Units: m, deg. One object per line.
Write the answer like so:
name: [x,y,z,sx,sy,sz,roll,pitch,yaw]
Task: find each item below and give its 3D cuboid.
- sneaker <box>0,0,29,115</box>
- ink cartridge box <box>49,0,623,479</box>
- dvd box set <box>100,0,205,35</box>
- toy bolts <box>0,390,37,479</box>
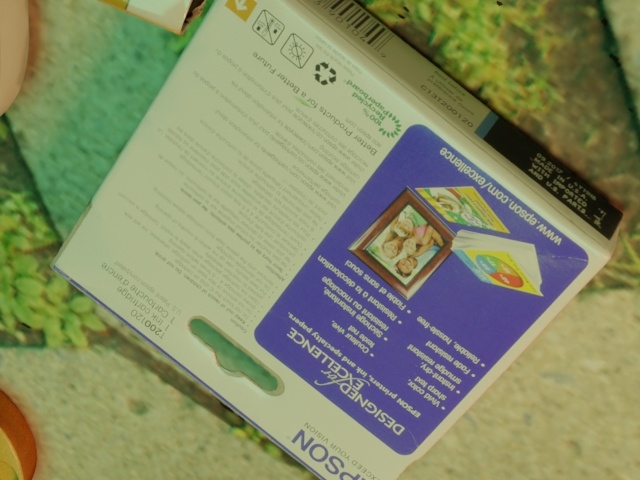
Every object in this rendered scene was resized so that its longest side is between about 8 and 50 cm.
sneaker: [-0.264,-0.192,0.716,0.135,0.150,0.366,-16,109,33]
ink cartridge box: [0.000,0.000,0.763,0.206,0.045,0.208,39,126,1]
dvd box set: [-0.182,-0.290,0.552,0.420,0.062,0.308,24,112,-2]
toy bolts: [-0.272,0.085,0.871,0.218,0.158,0.228,27,126,10]
